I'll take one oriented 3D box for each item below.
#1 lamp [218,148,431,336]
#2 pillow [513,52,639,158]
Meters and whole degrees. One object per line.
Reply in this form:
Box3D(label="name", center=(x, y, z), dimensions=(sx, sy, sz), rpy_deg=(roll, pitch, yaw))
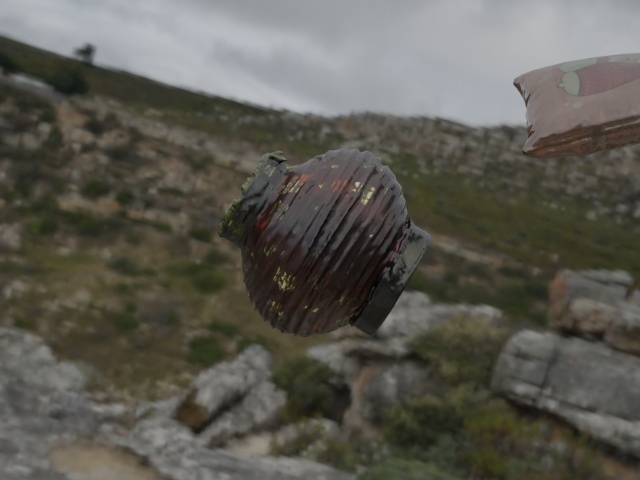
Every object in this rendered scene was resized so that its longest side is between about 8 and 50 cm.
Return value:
Box3D(label="lamp", center=(0.000, 0.000, 1.363), dimensions=(0.247, 0.247, 0.247), rpy_deg=(17, 3, -1))
Box3D(label="pillow", center=(0.339, -0.163, 1.371), dimensions=(0.223, 0.084, 0.236), rpy_deg=(-6, 22, 11))
